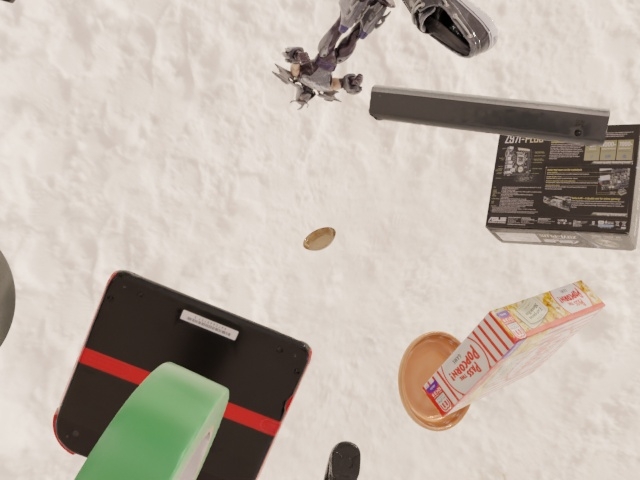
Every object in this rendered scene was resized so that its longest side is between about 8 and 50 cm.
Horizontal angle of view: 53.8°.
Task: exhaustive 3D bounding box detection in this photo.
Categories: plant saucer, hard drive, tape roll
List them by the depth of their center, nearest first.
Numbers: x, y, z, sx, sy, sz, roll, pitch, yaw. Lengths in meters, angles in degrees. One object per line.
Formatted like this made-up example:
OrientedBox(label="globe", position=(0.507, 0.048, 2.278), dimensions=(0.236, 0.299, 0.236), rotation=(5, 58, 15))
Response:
OrientedBox(label="hard drive", position=(0.108, -0.081, 0.402), dimensions=(0.135, 0.094, 0.022), rotation=(11, 105, 19))
OrientedBox(label="tape roll", position=(-0.198, 0.288, 0.656), dimensions=(0.077, 0.321, 0.321), rotation=(25, 84, 3))
OrientedBox(label="plant saucer", position=(0.233, 0.286, 1.292), dimensions=(0.200, 0.037, 0.200), rotation=(5, 80, -31))
OrientedBox(label="plant saucer", position=(0.000, 0.000, 1.461), dimensions=(0.083, 0.083, 0.015), rotation=(-29, 121, -2))

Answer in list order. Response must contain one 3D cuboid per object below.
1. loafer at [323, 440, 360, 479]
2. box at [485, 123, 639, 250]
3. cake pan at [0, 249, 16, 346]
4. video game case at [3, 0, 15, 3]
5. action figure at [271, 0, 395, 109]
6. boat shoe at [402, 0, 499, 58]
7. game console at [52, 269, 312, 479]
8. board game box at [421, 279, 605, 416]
OrientedBox(label="loafer", position=(0.028, 0.414, 1.024), dimensions=(0.062, 0.061, 0.170), rotation=(18, 71, -6))
OrientedBox(label="box", position=(0.327, -0.071, 0.842), dimensions=(0.180, 0.077, 0.147), rotation=(3, 76, 33))
OrientedBox(label="cake pan", position=(-0.582, 0.088, 0.936), dimensions=(0.054, 0.293, 0.293), rotation=(-7, 81, 30))
OrientedBox(label="video game case", position=(-0.480, -0.353, 0.620), dimensions=(0.248, 0.275, 0.035), rotation=(45, 110, 13))
OrientedBox(label="action figure", position=(0.023, -0.367, 1.236), dimensions=(0.285, 0.185, 0.099), rotation=(-52, 48, 32))
OrientedBox(label="boat shoe", position=(0.249, -0.505, 1.393), dimensions=(0.102, 0.108, 0.301), rotation=(-34, 70, -25))
OrientedBox(label="game console", position=(-0.250, 0.272, 1.129), dimensions=(0.387, 0.060, 0.342), rotation=(23, 92, -6))
OrientedBox(label="board game box", position=(0.228, 0.124, 0.744), dimensions=(0.193, 0.146, 0.045), rotation=(-11, 53, -39))
